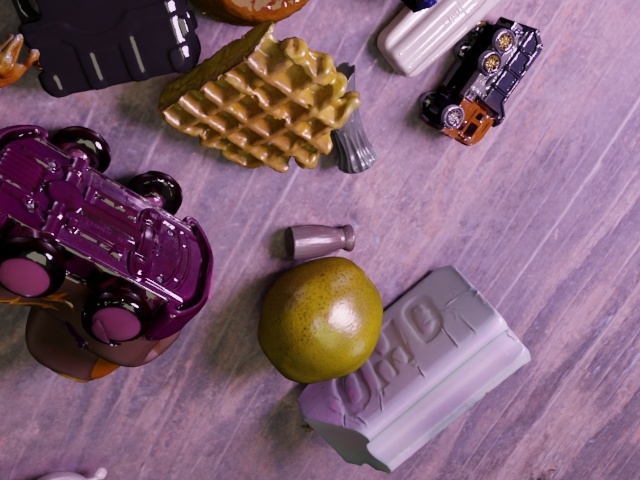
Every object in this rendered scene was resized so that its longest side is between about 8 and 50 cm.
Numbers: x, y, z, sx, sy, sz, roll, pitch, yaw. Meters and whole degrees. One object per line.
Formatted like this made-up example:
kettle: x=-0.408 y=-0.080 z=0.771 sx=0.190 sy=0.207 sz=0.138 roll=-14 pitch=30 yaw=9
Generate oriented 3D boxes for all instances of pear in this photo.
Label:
pear: x=0.003 y=0.123 z=1.067 sx=0.198 sy=0.198 sz=0.198 roll=-7 pitch=116 yaw=-14

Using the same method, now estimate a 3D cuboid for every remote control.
remote control: x=0.184 y=-0.326 z=0.985 sx=0.230 sy=0.049 sz=0.090 roll=-44 pitch=121 yaw=5

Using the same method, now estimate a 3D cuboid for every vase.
vase: x=0.000 y=0.000 z=1.084 sx=0.101 sy=0.053 sz=0.053 roll=-6 pitch=116 yaw=-19
vase: x=0.033 y=-0.166 z=1.003 sx=0.081 sy=0.081 sz=0.148 roll=-25 pitch=123 yaw=-4

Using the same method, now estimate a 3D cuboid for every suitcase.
suitcase: x=-0.269 y=-0.318 z=0.811 sx=0.206 sy=0.066 sz=0.285 roll=-9 pitch=119 yaw=10

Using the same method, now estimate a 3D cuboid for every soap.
soap: x=0.135 y=0.212 z=1.137 sx=0.347 sy=0.208 sz=0.115 roll=-41 pitch=117 yaw=6

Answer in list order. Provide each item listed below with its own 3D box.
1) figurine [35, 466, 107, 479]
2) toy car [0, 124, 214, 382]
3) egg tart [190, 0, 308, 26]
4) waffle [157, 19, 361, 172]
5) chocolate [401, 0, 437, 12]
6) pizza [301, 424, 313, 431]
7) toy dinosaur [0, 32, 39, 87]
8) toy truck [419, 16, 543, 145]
figurine: x=-0.449 y=0.457 z=1.128 sx=0.257 sy=0.144 sz=0.181 roll=-25 pitch=99 yaw=-1
toy car: x=-0.320 y=0.031 z=0.911 sx=0.341 sy=0.271 sz=0.240 roll=35 pitch=121 yaw=-25
egg tart: x=-0.075 y=-0.347 z=0.842 sx=0.203 sy=0.147 sz=0.202 roll=-7 pitch=115 yaw=-16
waffle: x=-0.054 y=-0.165 z=0.911 sx=0.229 sy=0.057 sz=0.219 roll=-20 pitch=143 yaw=34
chocolate: x=0.211 y=-0.453 z=0.899 sx=0.343 sy=0.126 sz=0.148 roll=-42 pitch=75 yaw=1
pizza: x=0.000 y=0.310 z=1.252 sx=0.083 sy=0.016 sz=0.037 roll=-41 pitch=113 yaw=7
toy dinosaur: x=-0.408 y=-0.170 z=0.828 sx=0.212 sy=0.142 sz=0.057 roll=-42 pitch=118 yaw=8
toy truck: x=0.233 y=-0.231 z=1.026 sx=0.092 sy=0.083 sz=0.192 roll=26 pitch=104 yaw=-31
